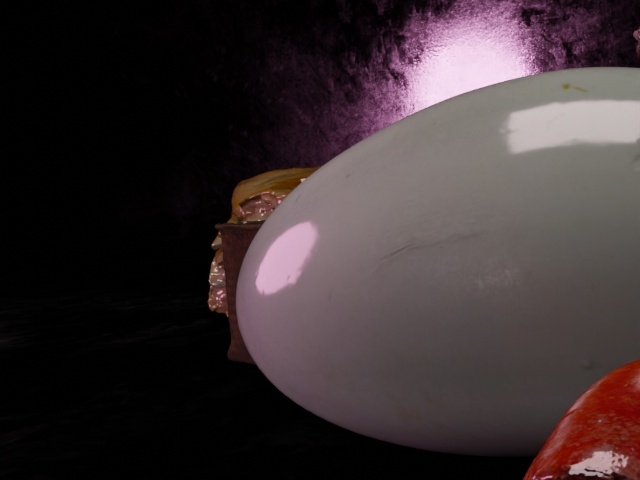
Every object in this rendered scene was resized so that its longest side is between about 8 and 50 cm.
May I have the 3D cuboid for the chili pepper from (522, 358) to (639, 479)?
[{"bbox_3d":[0.152,0.097,0.597,0.084,0.086,0.192,-36,-2,29],"label":"chili pepper"}]

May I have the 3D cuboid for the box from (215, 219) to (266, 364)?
[{"bbox_3d":[0.052,0.039,1.329,0.273,0.143,0.184,-7,2,-26],"label":"box"}]

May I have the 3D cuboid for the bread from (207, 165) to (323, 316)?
[{"bbox_3d":[0.000,0.000,1.725,0.314,0.191,0.370,-5,4,1],"label":"bread"}]

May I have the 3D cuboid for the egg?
[{"bbox_3d":[0.123,0.018,0.802,0.371,0.230,0.230,-10,2,17],"label":"egg"}]

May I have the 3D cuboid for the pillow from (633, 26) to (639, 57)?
[{"bbox_3d":[0.292,-0.151,0.940,0.135,0.049,0.248,-3,6,15],"label":"pillow"}]
